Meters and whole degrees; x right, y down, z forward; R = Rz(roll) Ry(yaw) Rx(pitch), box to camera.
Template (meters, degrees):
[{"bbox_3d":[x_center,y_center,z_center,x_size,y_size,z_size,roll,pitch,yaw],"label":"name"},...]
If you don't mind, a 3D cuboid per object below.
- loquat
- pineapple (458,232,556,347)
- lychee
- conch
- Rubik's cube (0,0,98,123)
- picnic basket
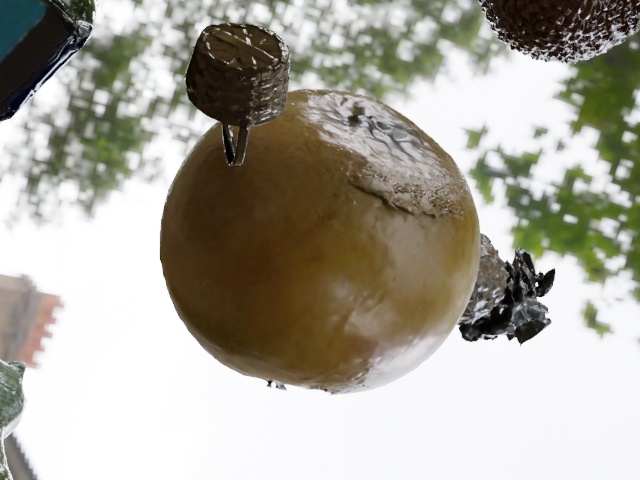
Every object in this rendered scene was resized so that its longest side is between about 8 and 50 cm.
[{"bbox_3d":[0.000,0.000,1.339,0.263,0.263,0.263,-27,-123,50],"label":"loquat"},{"bbox_3d":[0.174,0.049,1.746,0.119,0.237,0.111,-39,-124,16],"label":"pineapple"},{"bbox_3d":[0.232,-0.253,1.553,0.194,0.194,0.194,-27,-123,50],"label":"lychee"},{"bbox_3d":[-0.336,0.169,1.503,0.137,0.114,0.234,-48,-160,30],"label":"conch"},{"bbox_3d":[-0.356,-0.185,1.233,0.283,0.288,0.293,-42,-163,13],"label":"Rubik's cube"},{"bbox_3d":[-0.054,-0.088,1.040,0.072,0.072,0.083,-113,-155,-44],"label":"picnic basket"}]
